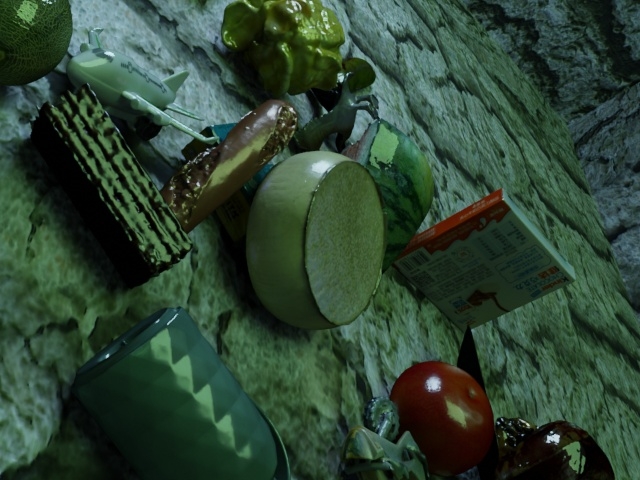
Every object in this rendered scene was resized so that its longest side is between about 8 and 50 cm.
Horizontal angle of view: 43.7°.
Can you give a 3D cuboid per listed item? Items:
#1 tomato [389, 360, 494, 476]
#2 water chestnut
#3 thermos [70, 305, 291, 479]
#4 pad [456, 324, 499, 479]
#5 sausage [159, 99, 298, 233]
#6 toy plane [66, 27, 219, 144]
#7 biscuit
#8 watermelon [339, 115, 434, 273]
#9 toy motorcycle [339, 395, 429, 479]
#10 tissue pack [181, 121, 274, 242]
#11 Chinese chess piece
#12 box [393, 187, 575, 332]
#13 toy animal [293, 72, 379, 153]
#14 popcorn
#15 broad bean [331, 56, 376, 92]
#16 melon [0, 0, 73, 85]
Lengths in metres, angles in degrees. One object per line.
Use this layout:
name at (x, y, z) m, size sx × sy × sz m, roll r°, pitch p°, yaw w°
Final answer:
tomato at (0.201, 0.287, 1.313) m, size 0.195 × 0.136 × 0.195 m, roll 31°, pitch 35°, yaw -25°
water chestnut at (0.402, 0.416, 1.432) m, size 0.224 × 0.223 × 0.238 m, roll 13°, pitch 36°, yaw -53°
thermos at (-0.126, 0.215, 0.878) m, size 0.286 × 0.145 × 0.182 m, roll 55°, pitch 26°, yaw -9°
pad at (0.282, 0.302, 1.449) m, size 0.181 × 0.004 × 0.267 m, roll 90°, pitch -4°, yaw -51°
sausage at (-0.129, -0.108, 1.122) m, size 0.326 × 0.087 × 0.079 m, roll -47°, pitch 110°, yaw -33°
toy plane at (-0.261, -0.202, 1.077) m, size 0.251 × 0.101 × 0.255 m, roll 43°, pitch 17°, yaw 13°
biscuit at (-0.259, -0.065, 0.968) m, size 0.070 × 0.106 × 0.252 m, roll -35°, pitch 92°, yaw -31°
watermelon at (0.076, -0.070, 1.509) m, size 0.213 × 0.201 × 0.261 m, roll 38°, pitch 77°, yaw -34°
toy motorcycle at (0.094, 0.347, 1.154) m, size 0.130 × 0.094 × 0.229 m, roll -17°, pitch 89°, yaw -56°
tissue pack at (-0.125, -0.092, 1.239) m, size 0.169 × 0.082 × 0.120 m, roll 60°, pitch 30°, yaw 4°
Chinese chess piece at (0.000, 0.000, 1.206) m, size 0.270 × 0.112 × 0.269 m, roll -8°, pitch 100°, yaw -60°
box at (0.325, 0.050, 1.609) m, size 0.265 × 0.273 × 0.048 m, roll 44°, pitch 33°, yaw -26°
toy animal at (0.044, -0.236, 1.605) m, size 0.197 × 0.160 × 0.272 m, roll 46°, pitch 37°, yaw -24°
popcorn at (-0.068, -0.374, 1.509) m, size 0.217 × 0.181 × 0.235 m, roll -10°, pitch 65°, yaw -53°
broad bean at (0.071, -0.383, 1.857) m, size 0.077 × 0.061 × 0.339 m, roll 62°, pitch 29°, yaw -7°
melon at (-0.371, -0.260, 0.961) m, size 0.139 × 0.139 × 0.192 m, roll 40°, pitch 30°, yaw -30°
